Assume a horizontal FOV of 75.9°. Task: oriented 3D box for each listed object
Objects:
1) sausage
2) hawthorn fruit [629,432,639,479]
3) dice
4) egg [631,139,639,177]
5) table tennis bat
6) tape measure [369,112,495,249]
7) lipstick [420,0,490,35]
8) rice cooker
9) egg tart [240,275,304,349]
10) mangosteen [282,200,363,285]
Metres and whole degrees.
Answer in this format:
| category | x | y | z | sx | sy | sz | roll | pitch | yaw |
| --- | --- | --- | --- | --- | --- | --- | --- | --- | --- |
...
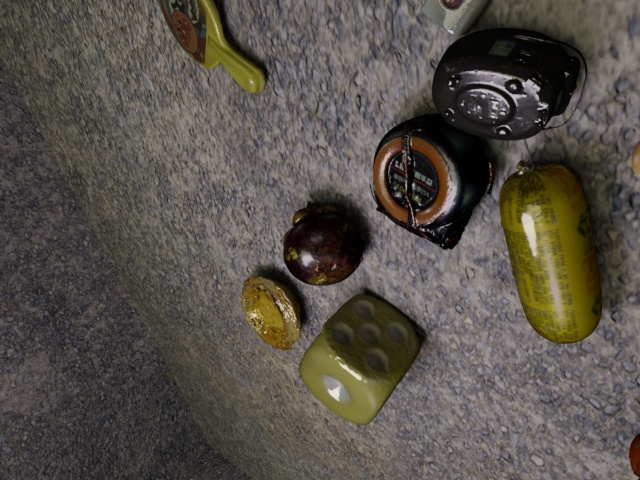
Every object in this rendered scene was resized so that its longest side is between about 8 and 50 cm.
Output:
| category | x | y | z | sx | sy | sz | roll | pitch | yaw |
| --- | --- | --- | --- | --- | --- | --- | --- | --- | --- |
| sausage | 0.378 | 0.029 | 0.672 | 0.123 | 0.123 | 0.347 | -2 | 117 | 45 |
| hawthorn fruit | 0.635 | 0.400 | 0.669 | 0.202 | 0.185 | 0.185 | -13 | 110 | 33 |
| dice | 0.103 | 0.303 | 1.061 | 0.227 | 0.233 | 0.238 | 36 | 139 | 17 |
| egg | 0.454 | -0.118 | 0.523 | 0.080 | 0.080 | 0.096 | 31 | 139 | 24 |
| table tennis bat | -0.264 | -0.478 | 0.963 | 0.368 | 0.054 | 0.224 | 46 | 152 | 6 |
| tape measure | 0.194 | -0.114 | 0.741 | 0.202 | 0.135 | 0.222 | 37 | 137 | 33 |
| lipstick | 0.234 | -0.401 | 0.525 | 0.079 | 0.077 | 0.253 | 44 | 139 | 9 |
| rice cooker | 0.262 | -0.221 | 0.593 | 0.203 | 0.118 | 0.142 | 21 | 147 | 30 |
| egg tart | -0.145 | 0.229 | 1.350 | 0.291 | 0.107 | 0.290 | 26 | 131 | 34 |
| mangosteen | 0.000 | 0.000 | 0.996 | 0.192 | 0.192 | 0.217 | 111 | 152 | -46 |
